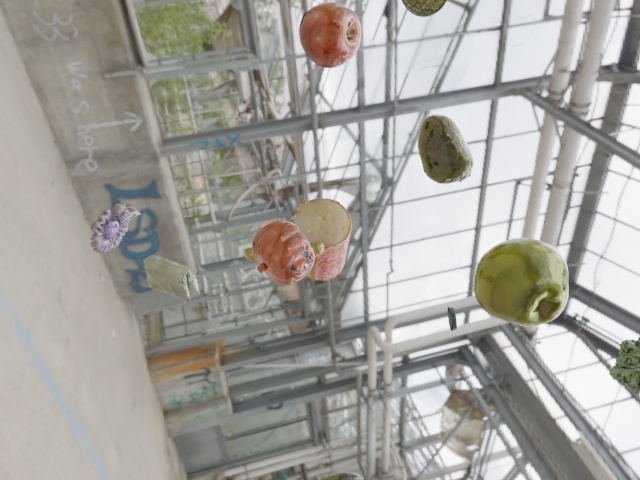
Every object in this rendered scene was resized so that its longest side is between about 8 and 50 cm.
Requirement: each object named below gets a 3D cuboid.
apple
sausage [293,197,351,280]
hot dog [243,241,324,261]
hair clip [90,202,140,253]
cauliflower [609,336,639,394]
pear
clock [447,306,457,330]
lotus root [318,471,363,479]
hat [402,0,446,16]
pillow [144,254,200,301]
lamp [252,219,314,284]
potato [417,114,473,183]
[{"bbox_3d":[0.046,-0.825,2.101,0.272,0.206,0.252,-7,92,-55],"label":"apple"},{"bbox_3d":[0.000,0.000,2.113,0.287,0.233,0.233,97,-21,-56],"label":"sausage"},{"bbox_3d":[-0.127,0.042,1.859,0.088,0.285,0.061,104,-21,-77],"label":"hot dog"},{"bbox_3d":[-0.692,-0.063,1.795,0.300,0.069,0.173,-83,-171,-68],"label":"hair clip"},{"bbox_3d":[0.869,0.331,1.302,0.239,0.315,0.256,-47,-125,22],"label":"cauliflower"},{"bbox_3d":[0.628,0.124,1.653,0.294,0.294,0.294,168,-90,-81],"label":"pear"},{"bbox_3d":[0.453,0.269,1.801,0.085,0.017,0.085,-6,90,-86],"label":"clock"},{"bbox_3d":[0.029,0.657,1.359,0.080,0.179,0.089,-156,-129,-73],"label":"lotus root"},{"bbox_3d":[0.247,-0.638,1.315,0.067,0.146,0.146,-135,-146,-63],"label":"hat"},{"bbox_3d":[-0.498,0.121,1.734,0.078,0.181,0.134,-56,153,-44],"label":"pillow"},{"bbox_3d":[-0.114,0.040,1.506,0.187,0.164,0.188,46,-19,21],"label":"lamp"},{"bbox_3d":[0.516,-0.380,2.200,0.307,0.210,0.173,72,18,3],"label":"potato"}]
